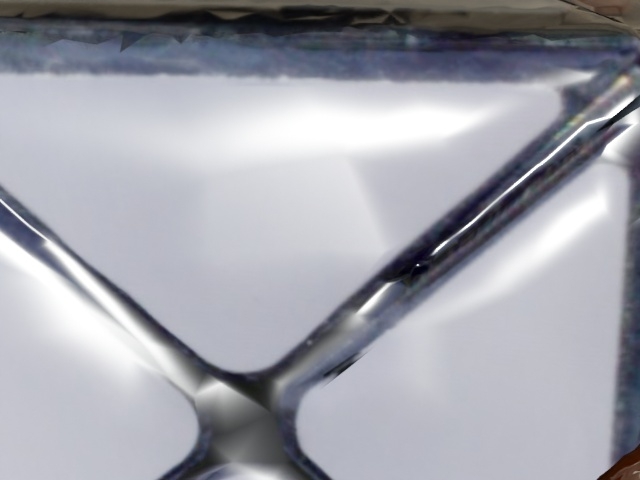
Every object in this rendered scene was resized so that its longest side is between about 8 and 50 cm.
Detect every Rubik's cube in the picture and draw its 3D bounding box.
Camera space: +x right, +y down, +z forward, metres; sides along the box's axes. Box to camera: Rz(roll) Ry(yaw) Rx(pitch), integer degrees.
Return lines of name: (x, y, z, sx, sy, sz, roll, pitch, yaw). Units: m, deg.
Rubik's cube: (0.000, 0.000, 0.743, 0.307, 0.305, 0.310, 4, 118, 8)

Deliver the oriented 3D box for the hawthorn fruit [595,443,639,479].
hawthorn fruit: (0.085, 0.082, 0.304, 0.128, 0.128, 0.128, 0, 104, 0)
